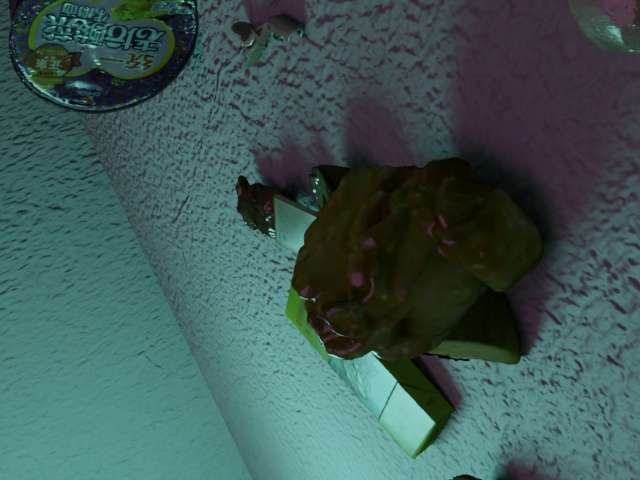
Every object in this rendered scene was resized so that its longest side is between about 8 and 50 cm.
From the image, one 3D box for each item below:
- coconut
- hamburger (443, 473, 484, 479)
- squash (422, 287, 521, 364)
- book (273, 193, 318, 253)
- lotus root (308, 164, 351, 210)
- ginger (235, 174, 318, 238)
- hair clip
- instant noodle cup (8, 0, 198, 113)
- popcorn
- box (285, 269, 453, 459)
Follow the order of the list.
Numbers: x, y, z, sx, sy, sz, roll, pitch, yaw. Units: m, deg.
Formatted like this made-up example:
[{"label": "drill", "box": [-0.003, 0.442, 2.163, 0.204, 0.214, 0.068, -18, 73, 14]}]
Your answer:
[{"label": "coconut", "box": [0.252, -0.193, 0.792, 0.124, 0.110, 0.110, 29, 140, 62]}, {"label": "hamburger", "box": [0.246, 0.423, 1.490, 0.208, 0.135, 0.155, 6, 121, 65]}, {"label": "squash", "box": [0.177, 0.021, 1.349, 0.093, 0.170, 0.252, 122, 154, -64]}, {"label": "book", "box": [0.000, 0.000, 1.672, 0.172, 0.012, 0.118, 26, 145, 20]}, {"label": "lotus root", "box": [0.055, -0.022, 1.526, 0.183, 0.078, 0.203, -167, 56, -78]}, {"label": "ginger", "box": [-0.078, -0.044, 1.816, 0.290, 0.084, 0.122, 18, 124, 63]}, {"label": "hair clip", "box": [-0.081, -0.312, 1.578, 0.072, 0.034, 0.226, 68, 159, -7]}, {"label": "instant noodle cup", "box": [-0.413, -0.439, 1.901, 0.339, 0.340, 0.266, 89, 160, -50]}, {"label": "popcorn", "box": [0.099, 0.004, 1.229, 0.174, 0.286, 0.225, 31, -149, -45]}, {"label": "box", "box": [0.070, 0.190, 1.710, 0.335, 0.047, 0.187, 47, 155, 17]}]
